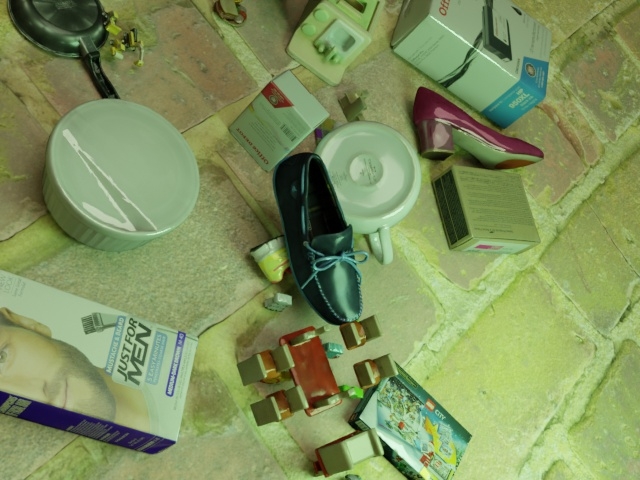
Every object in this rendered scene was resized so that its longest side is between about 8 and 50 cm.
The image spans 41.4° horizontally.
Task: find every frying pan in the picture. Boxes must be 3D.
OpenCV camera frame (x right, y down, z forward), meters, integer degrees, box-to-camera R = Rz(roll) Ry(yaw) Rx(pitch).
[{"bbox_3d":[-0.483,-0.385,1.615,0.197,0.053,0.326,-1,63,-35],"label":"frying pan"}]

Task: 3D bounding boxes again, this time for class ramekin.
[{"bbox_3d":[-0.361,-0.104,1.491,0.273,0.127,0.273,17,57,-28],"label":"ramekin"}]

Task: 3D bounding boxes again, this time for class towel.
[{"bbox_3d":[0.012,-0.243,1.913,0.060,0.009,0.083,10,61,-32],"label":"towel"}]

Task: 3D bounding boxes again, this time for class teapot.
[{"bbox_3d":[0.091,-0.116,1.794,0.252,0.187,0.256,27,76,4],"label":"teapot"}]

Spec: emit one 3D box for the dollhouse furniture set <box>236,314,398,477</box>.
[{"bbox_3d":[0.002,0.283,1.515,0.262,0.135,0.259,-15,80,-34],"label":"dollhouse furniture set"}]

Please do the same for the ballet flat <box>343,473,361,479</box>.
[{"bbox_3d":[0.041,0.472,1.527,0.041,0.041,0.114,36,50,-15],"label":"ballet flat"}]

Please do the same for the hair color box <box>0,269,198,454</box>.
[{"bbox_3d":[-0.376,0.197,1.329,0.339,0.110,0.185,22,56,-23],"label":"hair color box"}]

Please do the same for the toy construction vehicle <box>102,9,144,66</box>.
[{"bbox_3d":[-0.385,-0.399,1.672,0.086,0.035,0.098,24,51,-60],"label":"toy construction vehicle"}]

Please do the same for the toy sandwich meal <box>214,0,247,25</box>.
[{"bbox_3d":[-0.198,-0.519,1.900,0.085,0.029,0.085,17,57,-28],"label":"toy sandwich meal"}]

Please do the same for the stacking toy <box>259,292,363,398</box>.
[{"bbox_3d":[-0.014,0.207,1.624,0.221,0.052,0.167,18,58,-30],"label":"stacking toy"}]

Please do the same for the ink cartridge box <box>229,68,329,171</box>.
[{"bbox_3d":[-0.087,-0.243,1.732,0.127,0.175,0.072,48,45,-5],"label":"ink cartridge box"}]

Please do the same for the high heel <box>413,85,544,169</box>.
[{"bbox_3d":[0.405,-0.284,2.131,0.377,0.127,0.181,5,73,-30],"label":"high heel"}]

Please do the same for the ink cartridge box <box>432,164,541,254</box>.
[{"bbox_3d":[0.400,-0.071,2.044,0.234,0.088,0.193,4,65,-35],"label":"ink cartridge box"}]

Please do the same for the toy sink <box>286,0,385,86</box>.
[{"bbox_3d":[0.040,-0.509,1.997,0.153,0.131,0.234,34,51,-16],"label":"toy sink"}]

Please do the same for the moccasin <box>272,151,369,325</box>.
[{"bbox_3d":[0.000,0.000,1.602,0.137,0.117,0.342,-26,94,-36],"label":"moccasin"}]

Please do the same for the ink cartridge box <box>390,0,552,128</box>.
[{"bbox_3d":[0.408,-0.530,2.249,0.395,0.166,0.285,30,51,-18],"label":"ink cartridge box"}]

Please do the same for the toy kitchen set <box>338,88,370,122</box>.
[{"bbox_3d":[0.102,-0.314,1.977,0.075,0.068,0.083,-18,78,-41],"label":"toy kitchen set"}]

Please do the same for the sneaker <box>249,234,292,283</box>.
[{"bbox_3d":[-0.043,0.027,1.689,0.208,0.081,0.094,-22,88,-35],"label":"sneaker"}]

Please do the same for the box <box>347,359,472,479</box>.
[{"bbox_3d":[0.180,0.372,1.671,0.233,0.044,0.159,44,49,-7],"label":"box"}]
